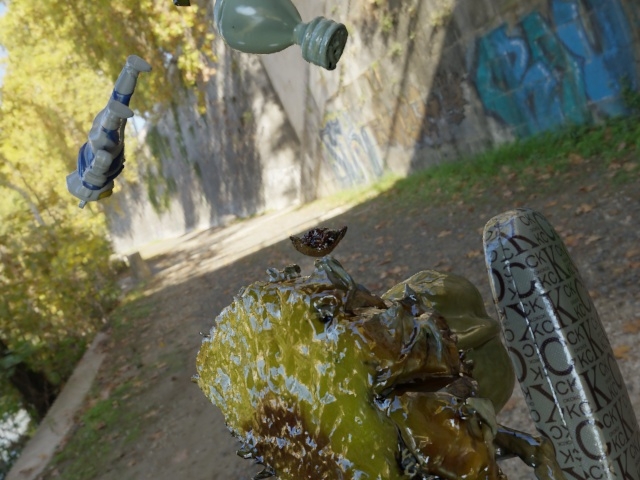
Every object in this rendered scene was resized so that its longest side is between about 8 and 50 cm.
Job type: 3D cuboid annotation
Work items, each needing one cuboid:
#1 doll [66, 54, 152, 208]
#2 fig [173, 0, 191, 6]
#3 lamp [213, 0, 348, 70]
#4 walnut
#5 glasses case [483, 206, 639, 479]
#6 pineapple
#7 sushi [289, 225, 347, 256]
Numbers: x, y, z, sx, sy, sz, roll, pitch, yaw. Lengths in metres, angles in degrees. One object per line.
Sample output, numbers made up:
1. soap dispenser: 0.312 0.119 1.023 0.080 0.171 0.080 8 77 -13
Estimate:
1. doll: -0.253 -0.111 0.747 0.057 0.113 0.227 19 -39 -26
2. fig: -0.263 -0.534 0.916 0.233 0.313 0.233 7 0 0
3. lamp: -0.057 -0.294 0.856 0.193 0.106 0.106 24 25 16
4. walnut: 0.195 0.210 1.133 0.277 0.253 0.282 -23 51 -9
5. glasses case: 0.260 0.134 0.661 0.085 0.354 0.137 -23 -13 33
6. pineapple: 0.047 0.093 0.422 0.158 0.161 0.335 2 11 -30
7. sushi: 0.000 0.000 1.072 0.099 0.050 0.047 -17 -34 -17
